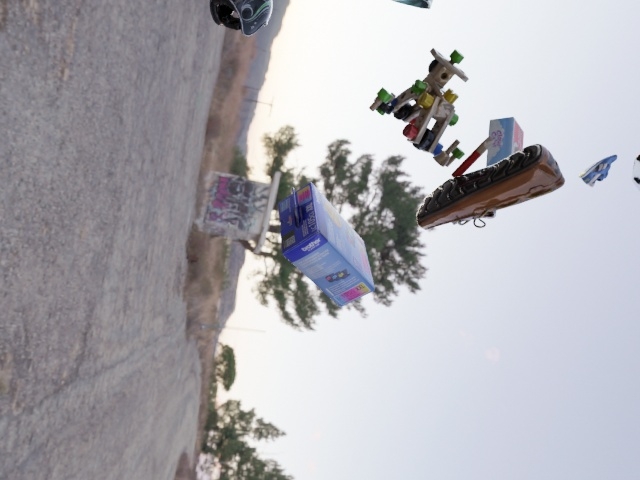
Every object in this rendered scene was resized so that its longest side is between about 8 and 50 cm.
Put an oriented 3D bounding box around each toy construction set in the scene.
[{"bbox_3d":[0.323,-0.345,1.354,0.237,0.309,0.257,-47,-175,22],"label":"toy construction set"}]

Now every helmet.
[{"bbox_3d":[-0.217,-0.676,1.494,0.161,0.169,0.169,-49,176,-26],"label":"helmet"}]

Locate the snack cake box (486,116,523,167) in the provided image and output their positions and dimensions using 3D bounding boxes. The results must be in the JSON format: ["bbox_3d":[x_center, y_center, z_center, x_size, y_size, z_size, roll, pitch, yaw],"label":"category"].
[{"bbox_3d":[0.651,-0.282,1.856,0.089,0.152,0.264,1,-99,36],"label":"snack cake box"}]

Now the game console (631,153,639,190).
[{"bbox_3d":[0.741,-0.002,0.998,0.060,0.342,0.386,-44,-112,26],"label":"game console"}]

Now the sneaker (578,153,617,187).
[{"bbox_3d":[0.911,-0.228,1.711,0.059,0.144,0.053,55,-4,5],"label":"sneaker"}]

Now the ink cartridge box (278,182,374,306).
[{"bbox_3d":[0.000,0.000,1.731,0.151,0.395,0.270,-32,-142,19],"label":"ink cartridge box"}]

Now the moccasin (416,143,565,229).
[{"bbox_3d":[0.413,-0.107,1.325,0.380,0.147,0.139,-27,-152,33],"label":"moccasin"}]

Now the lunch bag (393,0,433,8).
[{"bbox_3d":[0.247,-0.780,1.450,0.160,0.262,0.223,27,-69,49],"label":"lunch bag"}]
